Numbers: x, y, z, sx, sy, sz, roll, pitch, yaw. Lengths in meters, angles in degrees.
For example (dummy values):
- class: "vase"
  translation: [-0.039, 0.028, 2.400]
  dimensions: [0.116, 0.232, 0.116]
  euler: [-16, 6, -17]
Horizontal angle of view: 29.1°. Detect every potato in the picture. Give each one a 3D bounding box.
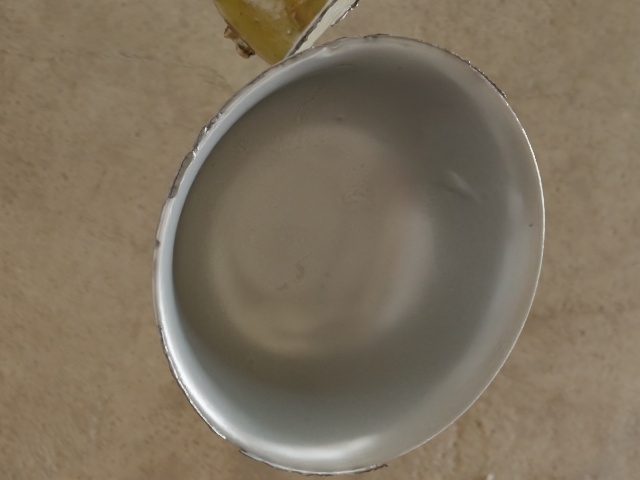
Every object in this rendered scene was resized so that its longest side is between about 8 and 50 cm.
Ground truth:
- class: "potato"
  translation: [-0.014, -0.364, 1.457]
  dimensions: [0.196, 0.246, 0.299]
  euler: [44, 63, -3]

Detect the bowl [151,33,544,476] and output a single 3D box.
- class: "bowl"
  translation: [0.000, 0.000, 0.992]
  dimensions: [0.346, 0.157, 0.345]
  euler: [-8, 107, -27]
